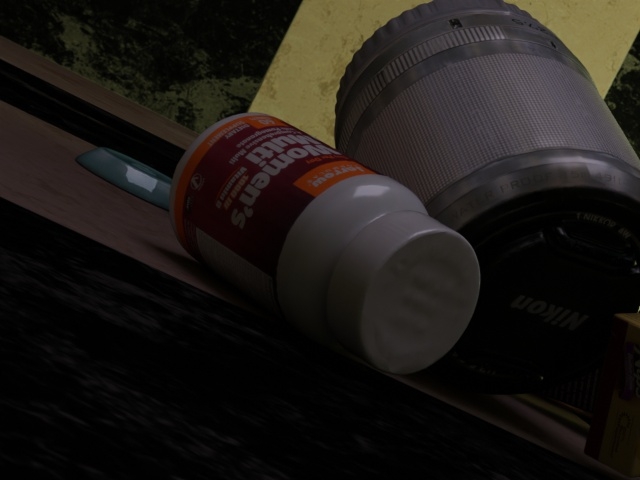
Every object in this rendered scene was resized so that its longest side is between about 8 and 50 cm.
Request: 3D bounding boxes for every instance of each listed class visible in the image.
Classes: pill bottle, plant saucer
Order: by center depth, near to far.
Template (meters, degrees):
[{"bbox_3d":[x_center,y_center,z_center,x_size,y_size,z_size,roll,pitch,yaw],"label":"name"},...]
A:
[{"bbox_3d":[0.000,0.000,1.048,0.121,0.121,0.221,24,5,-42],"label":"pill bottle"},{"bbox_3d":[-0.165,-0.057,1.408,0.119,0.021,0.119,27,5,-2],"label":"plant saucer"}]

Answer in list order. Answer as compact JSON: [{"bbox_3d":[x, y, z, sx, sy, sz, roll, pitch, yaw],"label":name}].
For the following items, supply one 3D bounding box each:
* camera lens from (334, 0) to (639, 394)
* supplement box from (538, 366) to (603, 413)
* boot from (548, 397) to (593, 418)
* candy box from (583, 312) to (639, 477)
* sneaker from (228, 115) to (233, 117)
[{"bbox_3d":[0.134,-0.035,1.196,0.219,0.219,0.274,25,29,-31],"label":"camera lens"},{"bbox_3d":[0.266,0.090,1.330,0.239,0.073,0.130,19,40,22],"label":"supplement box"},{"bbox_3d":[0.275,0.129,1.550,0.236,0.089,0.269,24,7,-8],"label":"boot"},{"bbox_3d":[0.286,0.110,1.142,0.186,0.109,0.053,1,15,-35],"label":"candy box"},{"bbox_3d":[0.023,-0.014,1.340,0.283,0.124,0.107,27,4,0],"label":"sneaker"}]
